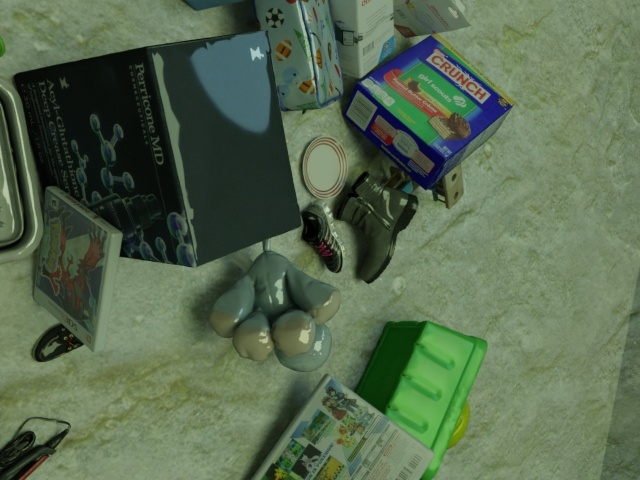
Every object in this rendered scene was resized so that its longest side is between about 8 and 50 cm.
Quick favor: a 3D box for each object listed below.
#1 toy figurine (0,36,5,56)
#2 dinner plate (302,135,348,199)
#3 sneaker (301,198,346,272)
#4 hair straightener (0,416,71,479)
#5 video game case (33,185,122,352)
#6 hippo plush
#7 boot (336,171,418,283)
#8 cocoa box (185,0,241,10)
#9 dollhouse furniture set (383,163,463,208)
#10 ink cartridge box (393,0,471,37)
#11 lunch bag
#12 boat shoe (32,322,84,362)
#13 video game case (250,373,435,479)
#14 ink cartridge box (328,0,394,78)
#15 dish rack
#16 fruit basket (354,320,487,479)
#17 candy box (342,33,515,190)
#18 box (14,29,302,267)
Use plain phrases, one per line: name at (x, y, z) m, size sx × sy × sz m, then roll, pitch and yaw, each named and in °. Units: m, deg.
toy figurine at (-0.543, -0.266, 1.019) m, size 0.173 × 0.130 × 0.159 m, roll 47°, pitch 51°, yaw -30°
dinner plate at (0.008, -0.162, 1.680) m, size 0.141 × 0.017 × 0.141 m, roll -5°, pitch 97°, yaw -45°
sneaker at (0.000, 0.000, 1.657) m, size 0.074 × 0.063 × 0.170 m, roll -30°, pitch 109°, yaw -39°
hair straightener at (-0.500, 0.361, 1.205) m, size 0.230 × 0.047 × 0.089 m, roll -41°, pitch 121°, yaw -35°
video game case at (-0.377, 0.042, 1.159) m, size 0.023 × 0.183 × 0.201 m, roll -11°, pitch 123°, yaw -49°
hippo plush at (-0.097, 0.160, 1.503) m, size 0.234 × 0.294 × 0.237 m, roll -32°, pitch 144°, yaw -18°
boot at (0.103, -0.031, 1.743) m, size 0.161 × 0.083 × 0.247 m, roll 21°, pitch 108°, yaw -15°
cocoa box at (-0.149, -0.555, 1.250) m, size 0.231 × 0.347 × 0.228 m, roll 30°, pitch 74°, yaw -43°
dollhouse furniture set at (0.236, -0.119, 1.818) m, size 0.184 × 0.129 × 0.129 m, roll -45°, pitch 142°, yaw -23°
ink cartridge box at (0.253, -0.542, 1.756) m, size 0.115 × 0.198 × 0.067 m, roll 35°, pitch 70°, yaw -42°
lunch bag at (-0.038, -0.402, 1.507) m, size 0.243 × 0.114 × 0.304 m, roll -51°, pitch 135°, yaw -66°
boat shoe at (-0.420, 0.160, 1.270) m, size 0.133 × 0.042 × 0.049 m, roll -36°, pitch 120°, yaw -35°
video game case at (0.037, 0.503, 1.607) m, size 0.300 × 0.036 × 0.329 m, roll 37°, pitch 82°, yaw -6°
ink cartridge box at (0.092, -0.474, 1.642) m, size 0.139 × 0.082 × 0.191 m, roll -44°, pitch 144°, yaw -33°
dish rack at (-0.578, -0.084, 1.067) m, size 0.332 × 0.072 × 0.286 m, roll -17°, pitch 105°, yaw -43°
fruit basket at (0.270, 0.410, 1.848) m, size 0.392 × 0.283 × 0.392 m, roll 4°, pitch 82°, yaw -30°
candy box at (0.256, -0.305, 1.745) m, size 0.268 × 0.122 × 0.317 m, roll 43°, pitch 52°, yaw 10°
box at (-0.254, -0.140, 1.154) m, size 0.212 × 0.395 × 0.294 m, roll -23°, pitch 109°, yaw -42°
